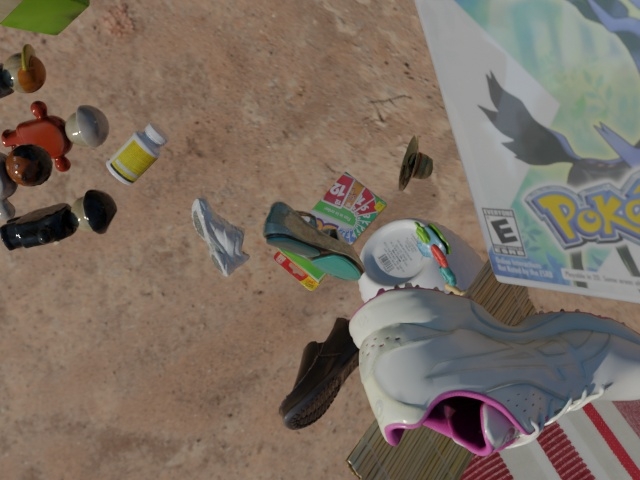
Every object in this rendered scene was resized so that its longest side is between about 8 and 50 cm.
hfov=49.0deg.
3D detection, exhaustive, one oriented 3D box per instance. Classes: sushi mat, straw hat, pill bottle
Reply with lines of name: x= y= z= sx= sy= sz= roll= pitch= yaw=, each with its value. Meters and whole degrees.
sushi mat: x=0.145 y=0.151 z=0.719 sx=0.019 sy=0.316 sz=0.151 roll=1 pitch=130 yaw=48
straw hat: x=0.239 y=-0.179 z=1.693 sx=0.061 sy=0.144 sz=0.144 roll=13 pitch=100 yaw=-7
pill bottle: x=-0.341 y=-0.165 z=1.318 sx=0.116 sy=0.065 sz=0.065 roll=-43 pitch=81 yaw=11

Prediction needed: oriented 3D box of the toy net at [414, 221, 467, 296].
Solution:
toy net: x=0.241 y=0.064 z=1.215 sx=0.045 sy=0.122 sz=0.232 roll=-33 pitch=73 yaw=-5

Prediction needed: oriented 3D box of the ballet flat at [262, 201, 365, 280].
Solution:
ballet flat: x=0.000 y=0.000 z=0.823 sx=0.057 sy=0.168 sz=0.052 roll=-10 pitch=65 yaw=36

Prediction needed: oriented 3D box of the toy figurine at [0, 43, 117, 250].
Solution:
toy figurine: x=-0.358 y=-0.109 z=0.873 sx=0.148 sy=0.209 sz=0.212 roll=-13 pitch=65 yaw=7

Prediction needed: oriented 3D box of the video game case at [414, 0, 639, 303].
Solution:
video game case: x=0.205 y=-0.086 z=0.394 sx=0.329 sy=0.036 sz=0.299 roll=8 pitch=126 yaw=50

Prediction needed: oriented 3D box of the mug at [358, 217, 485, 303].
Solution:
mug: x=0.237 y=0.142 z=1.488 sx=0.276 sy=0.328 sz=0.374 roll=-26 pitch=49 yaw=15

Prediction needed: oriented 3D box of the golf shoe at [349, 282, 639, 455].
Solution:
golf shoe: x=0.174 y=0.131 z=0.624 sx=0.307 sy=0.140 sz=0.115 roll=8 pitch=139 yaw=-12

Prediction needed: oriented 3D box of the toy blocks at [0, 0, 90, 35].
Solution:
toy blocks: x=-0.320 y=-0.285 z=0.386 sx=0.191 sy=0.382 sz=0.260 roll=-24 pitch=79 yaw=35

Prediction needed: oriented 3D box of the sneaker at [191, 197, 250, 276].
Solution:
sneaker: x=-0.266 y=-0.024 z=1.905 sx=0.115 sy=0.090 sz=0.232 roll=-32 pitch=115 yaw=-21

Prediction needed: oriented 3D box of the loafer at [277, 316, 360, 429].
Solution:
loafer: x=-0.001 y=0.339 z=1.831 sx=0.130 sy=0.366 sz=0.133 roll=27 pitch=140 yaw=24

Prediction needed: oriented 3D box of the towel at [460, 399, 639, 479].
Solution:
towel: x=0.306 y=0.316 z=0.829 sx=0.329 sy=0.037 sz=0.237 roll=-35 pitch=47 yaw=9

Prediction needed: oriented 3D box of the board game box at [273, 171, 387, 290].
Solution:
board game box: x=0.019 y=-0.021 z=1.574 sx=0.124 sy=0.039 sz=0.259 roll=40 pitch=84 yaw=12
